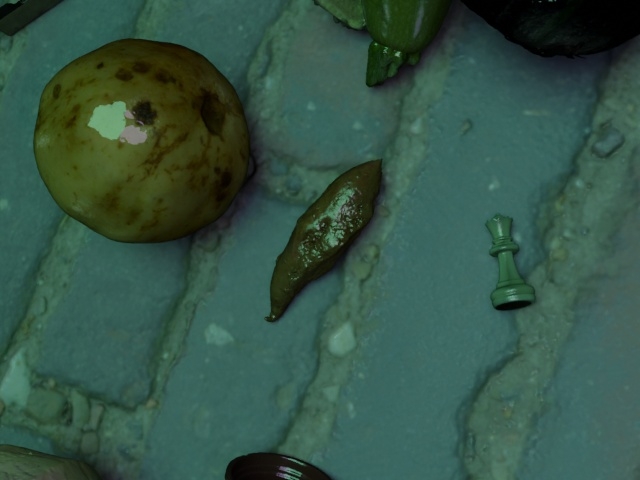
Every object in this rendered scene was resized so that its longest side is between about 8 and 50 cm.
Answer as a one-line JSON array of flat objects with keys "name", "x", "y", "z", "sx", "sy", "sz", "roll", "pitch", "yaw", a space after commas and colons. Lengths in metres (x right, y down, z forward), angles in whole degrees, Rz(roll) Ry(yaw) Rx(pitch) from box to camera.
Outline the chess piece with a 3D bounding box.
[{"name": "chess piece", "x": 0.177, "y": 0.018, "z": 0.766, "sx": 0.042, "sy": 0.042, "sz": 0.093, "roll": -12, "pitch": 69, "yaw": 17}]

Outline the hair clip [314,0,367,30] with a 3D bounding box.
[{"name": "hair clip", "x": 0.070, "y": -0.384, "z": 0.839, "sx": 0.091, "sy": 0.138, "sz": 0.321, "roll": 31, "pitch": 92, "yaw": 51}]

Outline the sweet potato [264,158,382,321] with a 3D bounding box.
[{"name": "sweet potato", "x": 0.000, "y": 0.000, "z": 0.819, "sx": 0.206, "sy": 0.060, "sz": 0.068, "roll": -54, "pitch": 37, "yaw": 14}]

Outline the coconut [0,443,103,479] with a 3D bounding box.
[{"name": "coconut", "x": -0.287, "y": 0.335, "z": 0.764, "sx": 0.259, "sy": 0.259, "sz": 0.259, "roll": -4, "pitch": 79, "yaw": 18}]

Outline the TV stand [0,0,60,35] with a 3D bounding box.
[{"name": "TV stand", "x": -0.315, "y": -0.336, "z": 0.999, "sx": 0.249, "sy": 0.036, "sz": 0.042, "roll": -29, "pitch": 71, "yaw": 12}]

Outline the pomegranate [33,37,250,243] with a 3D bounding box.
[{"name": "pomegranate", "x": -0.186, "y": -0.101, "z": 0.827, "sx": 0.215, "sy": 0.215, "sz": 0.215, "roll": -4, "pitch": 79, "yaw": 18}]

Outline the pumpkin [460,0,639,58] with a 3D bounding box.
[{"name": "pumpkin", "x": 0.215, "y": -0.269, "z": 0.707, "sx": 0.233, "sy": 0.233, "sz": 0.163, "roll": 59, "pitch": 145, "yaw": 19}]

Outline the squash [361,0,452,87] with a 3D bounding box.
[{"name": "squash", "x": 0.084, "y": -0.216, "z": 0.814, "sx": 0.105, "sy": 0.132, "sz": 0.105, "roll": 1, "pitch": 40, "yaw": -1}]

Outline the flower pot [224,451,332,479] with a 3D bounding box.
[{"name": "flower pot", "x": -0.045, "y": 0.270, "z": 0.769, "sx": 0.111, "sy": 0.111, "sz": 0.089, "roll": 18, "pitch": 102, "yaw": 21}]
